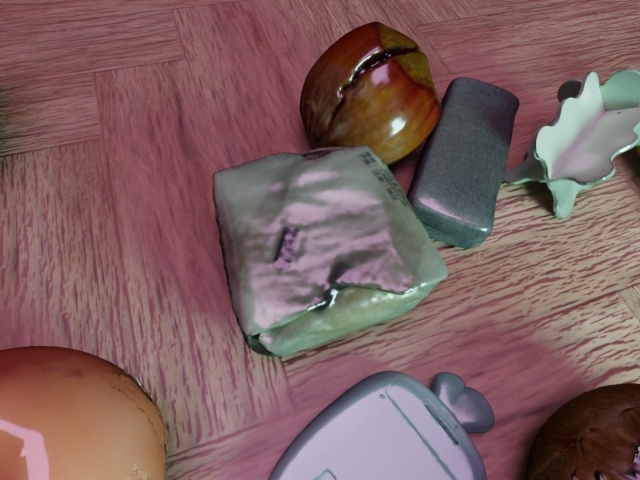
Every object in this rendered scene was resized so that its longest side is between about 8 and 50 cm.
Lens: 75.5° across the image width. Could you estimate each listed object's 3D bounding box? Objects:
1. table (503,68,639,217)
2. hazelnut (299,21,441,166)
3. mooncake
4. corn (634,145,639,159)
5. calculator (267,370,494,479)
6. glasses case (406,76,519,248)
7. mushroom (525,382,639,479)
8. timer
[{"bbox_3d":[0.409,-0.150,0.659,0.166,0.166,0.198,40,72,17],"label":"table"},{"bbox_3d":[0.072,-0.217,0.646,0.181,0.181,0.212,-27,75,-35],"label":"hazelnut"},{"bbox_3d":[-0.001,0.001,0.532,0.250,0.136,0.254,-13,67,-11],"label":"mooncake"},{"bbox_3d":[0.622,-0.081,0.646,0.131,0.131,0.344,-6,61,-9],"label":"corn"},{"bbox_3d":[0.071,0.252,0.446,0.299,0.041,0.185,-31,67,-20],"label":"calculator"},{"bbox_3d":[0.233,-0.140,0.674,0.131,0.074,0.323,21,60,8],"label":"glasses case"},{"bbox_3d":[0.345,0.284,0.386,0.278,0.163,0.297,2,58,-4],"label":"mushroom"},{"bbox_3d":[-0.248,0.206,0.347,0.229,0.215,0.230,4,65,-8],"label":"timer"}]
